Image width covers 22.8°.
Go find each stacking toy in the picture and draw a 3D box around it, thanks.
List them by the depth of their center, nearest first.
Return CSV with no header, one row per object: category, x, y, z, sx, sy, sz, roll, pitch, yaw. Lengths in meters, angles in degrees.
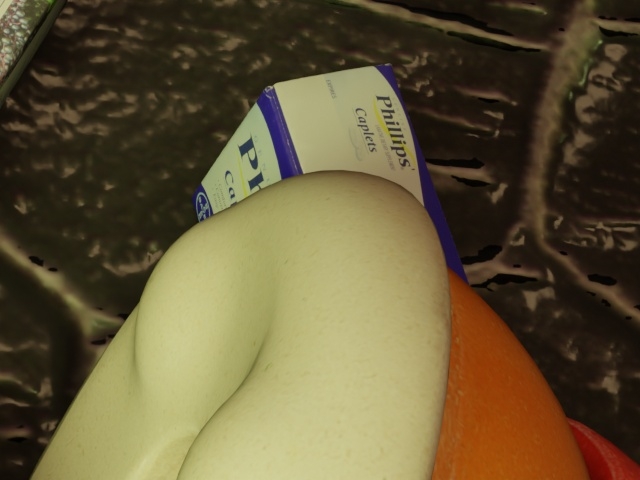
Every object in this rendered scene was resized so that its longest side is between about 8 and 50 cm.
stacking toy,0.104,0.218,0.646,0.480,0.350,0.350,28,59,-17

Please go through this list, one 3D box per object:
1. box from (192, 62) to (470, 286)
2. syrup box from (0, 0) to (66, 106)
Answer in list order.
box,0.000,0.000,0.798,0.072,0.137,0.126,-10,71,-26
syrup box,-0.204,-0.083,0.777,0.096,0.093,0.237,29,59,-8
